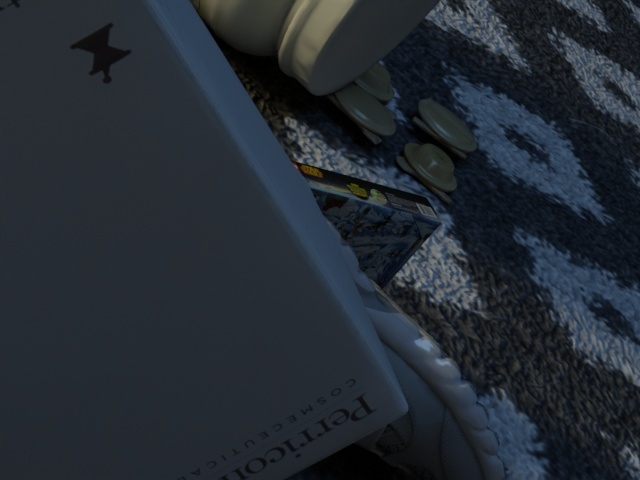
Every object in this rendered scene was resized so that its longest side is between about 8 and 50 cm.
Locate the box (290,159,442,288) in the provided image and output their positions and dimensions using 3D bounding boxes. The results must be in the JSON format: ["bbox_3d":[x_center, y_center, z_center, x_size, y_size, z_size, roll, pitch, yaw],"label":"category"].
[{"bbox_3d":[0.000,0.000,1.080,0.137,0.094,0.027,14,36,-44],"label":"box"}]

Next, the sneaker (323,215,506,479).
[{"bbox_3d":[-0.001,0.071,0.977,0.281,0.115,0.105,48,-2,-23],"label":"sneaker"}]

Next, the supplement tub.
[{"bbox_3d":[-0.050,-0.294,1.317,0.325,0.235,0.235,45,26,10],"label":"supplement tub"}]

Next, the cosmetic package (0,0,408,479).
[{"bbox_3d":[-0.138,-0.031,0.630,0.385,0.217,0.156,55,7,-48],"label":"cosmetic package"}]

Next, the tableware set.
[{"bbox_3d":[0.069,-0.100,1.420,0.141,0.020,0.168,38,26,-7],"label":"tableware set"}]
